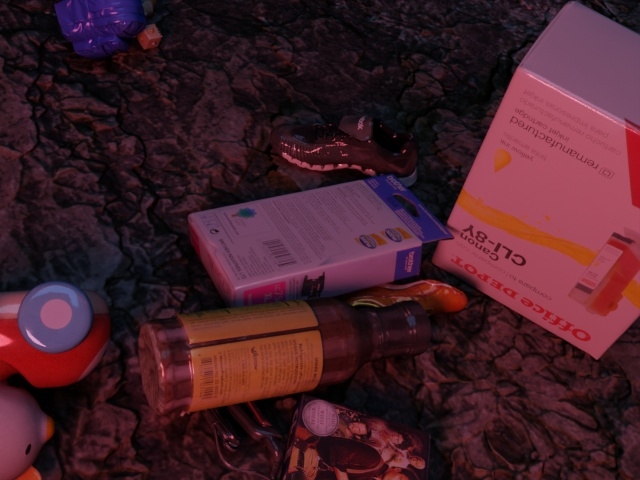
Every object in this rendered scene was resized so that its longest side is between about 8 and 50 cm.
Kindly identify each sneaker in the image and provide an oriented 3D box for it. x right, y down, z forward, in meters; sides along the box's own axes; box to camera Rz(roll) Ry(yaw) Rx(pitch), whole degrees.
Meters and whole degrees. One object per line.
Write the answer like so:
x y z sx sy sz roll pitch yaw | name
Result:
0.109 0.090 1.081 0.175 0.064 0.067 -1 56 0 | sneaker
0.042 -0.152 1.216 0.234 0.106 0.078 13 51 -2 | sneaker

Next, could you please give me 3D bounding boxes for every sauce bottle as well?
-0.032 0.125 0.945 0.344 0.111 0.111 -4 53 -25 | sauce bottle

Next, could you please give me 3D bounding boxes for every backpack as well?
-0.333 -0.342 1.272 0.120 0.101 0.098 -15 11 9 | backpack

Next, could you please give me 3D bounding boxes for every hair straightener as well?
-0.124 0.195 0.963 0.089 0.047 0.230 -25 66 -27 | hair straightener

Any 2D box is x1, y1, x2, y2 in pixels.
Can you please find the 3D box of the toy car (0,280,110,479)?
-0.329 0.173 0.867 0.210 0.219 0.238 -2 83 -14 | toy car

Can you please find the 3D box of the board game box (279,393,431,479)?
0.031 0.305 0.889 0.165 0.042 0.243 19 51 -10 | board game box

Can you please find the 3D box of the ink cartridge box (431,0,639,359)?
0.335 -0.055 1.030 0.279 0.385 0.160 31 56 12 | ink cartridge box

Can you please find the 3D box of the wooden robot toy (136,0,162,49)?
-0.303 -0.396 1.357 0.079 0.076 0.173 -23 61 -39 | wooden robot toy

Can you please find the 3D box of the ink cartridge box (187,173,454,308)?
0.000 0.000 1.088 0.311 0.065 0.186 -15 37 -19 | ink cartridge box
